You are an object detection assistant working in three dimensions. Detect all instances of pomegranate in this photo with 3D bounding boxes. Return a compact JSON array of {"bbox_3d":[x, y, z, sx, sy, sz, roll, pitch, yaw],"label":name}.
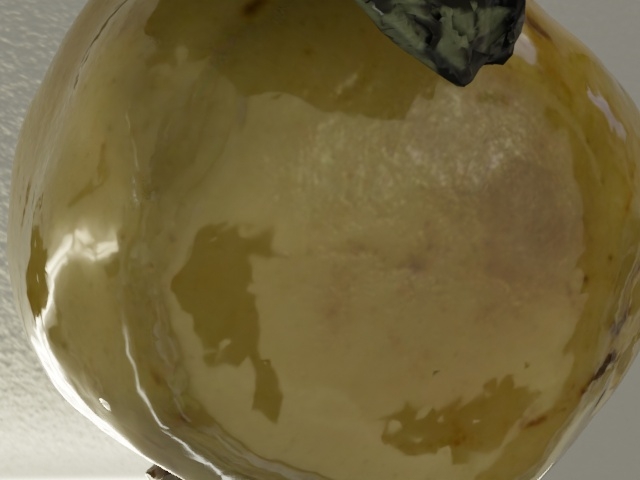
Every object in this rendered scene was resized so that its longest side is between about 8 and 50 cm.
[{"bbox_3d":[0.000,0.000,0.528,0.332,0.332,0.332,-13,-67,-33],"label":"pomegranate"}]

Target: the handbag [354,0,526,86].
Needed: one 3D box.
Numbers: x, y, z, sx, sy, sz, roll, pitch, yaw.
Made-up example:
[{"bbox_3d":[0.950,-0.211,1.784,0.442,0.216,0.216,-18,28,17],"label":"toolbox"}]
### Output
[{"bbox_3d":[-0.086,-0.239,0.375,0.317,0.416,0.180,30,-75,-42],"label":"handbag"}]
